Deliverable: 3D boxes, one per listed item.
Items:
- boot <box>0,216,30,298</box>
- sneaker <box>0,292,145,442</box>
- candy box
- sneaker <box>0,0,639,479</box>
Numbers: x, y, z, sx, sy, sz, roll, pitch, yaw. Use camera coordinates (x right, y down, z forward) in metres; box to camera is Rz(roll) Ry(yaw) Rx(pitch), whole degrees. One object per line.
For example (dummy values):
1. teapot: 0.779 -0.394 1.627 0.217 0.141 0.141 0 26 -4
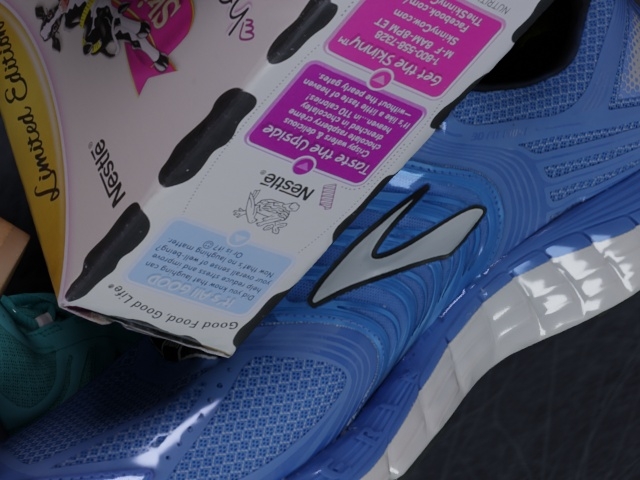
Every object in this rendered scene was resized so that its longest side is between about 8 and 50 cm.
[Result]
1. boot: -0.239 0.048 0.594 0.211 0.104 0.295 29 119 -5
2. sneaker: -0.105 0.055 0.744 0.110 0.107 0.275 -45 145 -6
3. candy box: -0.007 -0.102 0.552 0.071 0.159 0.233 19 123 -39
4. sneaker: 0.000 0.000 0.674 0.330 0.130 0.147 -37 116 -22
